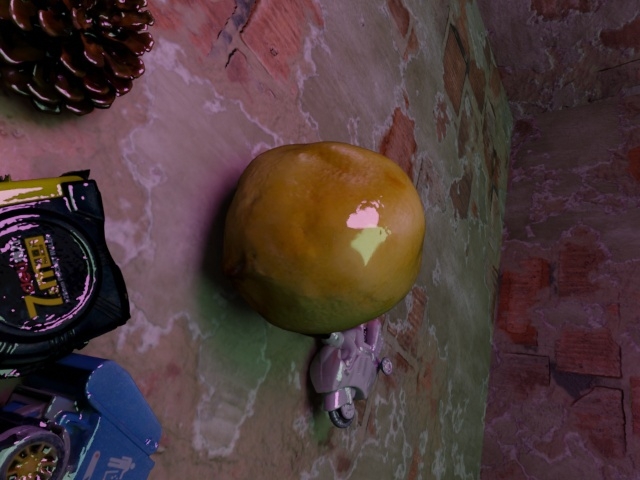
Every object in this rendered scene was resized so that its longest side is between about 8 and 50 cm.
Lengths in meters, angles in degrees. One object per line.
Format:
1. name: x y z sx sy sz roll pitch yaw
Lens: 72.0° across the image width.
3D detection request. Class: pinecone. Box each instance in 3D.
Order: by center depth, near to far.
1. pinecone: -0.255 -0.223 0.464 0.163 0.165 0.163 19 67 -53

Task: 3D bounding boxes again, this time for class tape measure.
1. tape measure: -0.300 0.028 0.430 0.186 0.112 0.199 -23 100 -60

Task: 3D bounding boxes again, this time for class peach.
1. peach: 0.008 -0.001 0.713 0.315 0.314 0.281 -55 165 -43

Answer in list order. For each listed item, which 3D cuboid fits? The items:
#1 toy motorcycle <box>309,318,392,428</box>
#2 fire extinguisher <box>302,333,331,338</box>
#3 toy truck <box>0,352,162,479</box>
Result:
1. toy motorcycle: 0.056 0.245 0.919 0.171 0.110 0.260 58 38 -17
2. fire extinguisher: 0.028 0.070 0.887 0.075 0.106 0.252 71 31 -61
3. toy truck: -0.289 0.284 0.389 0.175 0.146 0.367 50 49 -45
